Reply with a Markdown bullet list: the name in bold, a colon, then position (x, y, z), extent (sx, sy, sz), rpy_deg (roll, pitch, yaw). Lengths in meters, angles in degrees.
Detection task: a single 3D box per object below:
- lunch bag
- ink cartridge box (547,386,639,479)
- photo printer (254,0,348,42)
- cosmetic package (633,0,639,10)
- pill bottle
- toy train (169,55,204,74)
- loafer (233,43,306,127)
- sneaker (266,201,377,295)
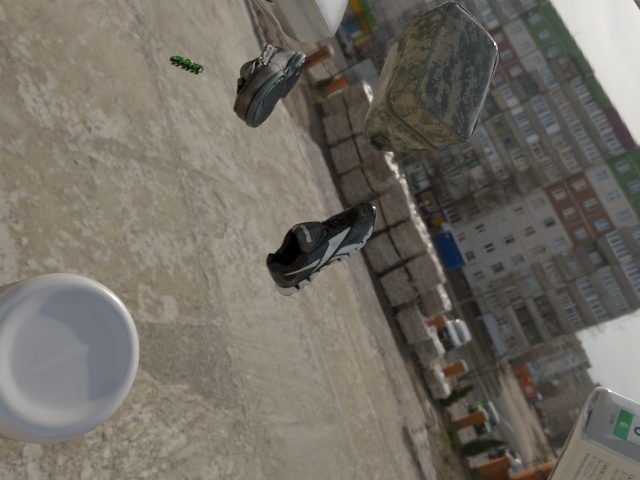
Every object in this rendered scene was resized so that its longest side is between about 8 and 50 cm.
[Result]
- **lunch bag**: position (0.238, -0.365, 1.250), extent (0.212, 0.256, 0.305), rpy_deg (31, 70, -31)
- **ink cartridge box**: position (0.247, 0.208, 0.316), extent (0.056, 0.224, 0.181), rpy_deg (-42, 144, -41)
- **photo printer**: position (-0.022, -0.384, 0.556), extent (0.307, 0.107, 0.256), rpy_deg (1, 106, -78)
- **cosmetic package**: position (0.514, -0.429, 0.687), extent (0.224, 0.138, 0.225), rpy_deg (110, -20, -55)
- **pill bottle**: position (-0.323, 0.124, 0.556), extent (0.153, 0.264, 0.153), rpy_deg (16, 68, -47)
- **toy train**: position (-0.242, -0.319, 0.964), extent (0.023, 0.083, 0.017), rpy_deg (-33, 140, -40)
- **loafer**: position (-0.101, -0.268, 0.896), extent (0.084, 0.096, 0.267), rpy_deg (28, 35, -2)
- **sneaker**: position (0.000, 0.000, 0.941), extent (0.078, 0.234, 0.106), rpy_deg (51, -2, 38)
